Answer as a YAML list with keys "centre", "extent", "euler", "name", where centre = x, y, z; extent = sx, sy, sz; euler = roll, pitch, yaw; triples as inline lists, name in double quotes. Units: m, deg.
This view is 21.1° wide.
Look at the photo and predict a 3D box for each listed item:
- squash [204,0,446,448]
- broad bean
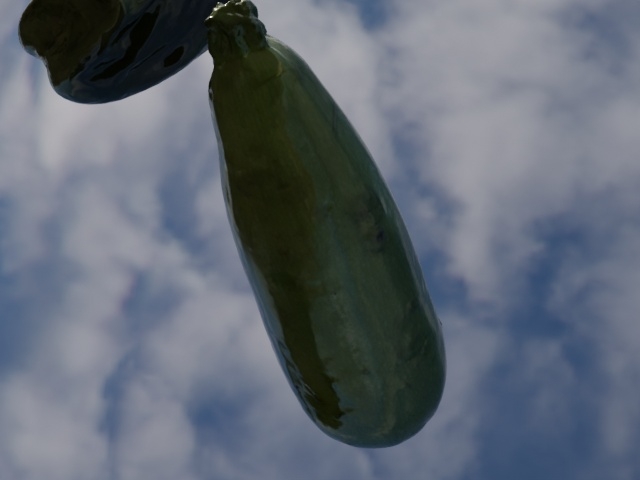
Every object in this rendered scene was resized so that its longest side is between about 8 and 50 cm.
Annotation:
- centre: [0.005, 0.004, 1.120]
  extent: [0.118, 0.370, 0.118]
  euler: [-10, -138, 9]
  name: "squash"
- centre: [-0.116, -0.180, 1.223]
  extent: [0.206, 0.153, 0.072]
  euler: [-39, -116, 10]
  name: "broad bean"
